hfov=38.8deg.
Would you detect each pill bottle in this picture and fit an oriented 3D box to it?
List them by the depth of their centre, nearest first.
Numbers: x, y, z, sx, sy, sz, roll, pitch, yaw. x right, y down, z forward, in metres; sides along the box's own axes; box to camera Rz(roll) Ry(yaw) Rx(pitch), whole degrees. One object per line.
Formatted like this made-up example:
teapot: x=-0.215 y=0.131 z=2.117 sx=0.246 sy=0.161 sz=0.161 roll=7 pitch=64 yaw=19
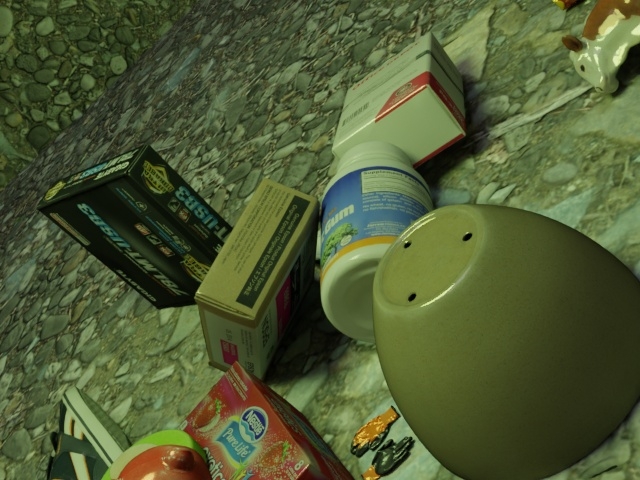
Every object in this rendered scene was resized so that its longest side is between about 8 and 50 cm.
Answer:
pill bottle: x=0.075 y=-0.011 z=1.177 sx=0.152 sy=0.152 sz=0.272 roll=-33 pitch=31 yaw=23

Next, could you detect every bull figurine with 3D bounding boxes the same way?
bull figurine: x=0.439 y=-0.322 z=1.146 sx=0.188 sy=0.101 sz=0.310 roll=9 pitch=63 yaw=52

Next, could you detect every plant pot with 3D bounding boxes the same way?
plant pot: x=0.162 y=0.072 z=0.918 sx=0.284 sy=0.191 sz=0.284 roll=-33 pitch=31 yaw=22

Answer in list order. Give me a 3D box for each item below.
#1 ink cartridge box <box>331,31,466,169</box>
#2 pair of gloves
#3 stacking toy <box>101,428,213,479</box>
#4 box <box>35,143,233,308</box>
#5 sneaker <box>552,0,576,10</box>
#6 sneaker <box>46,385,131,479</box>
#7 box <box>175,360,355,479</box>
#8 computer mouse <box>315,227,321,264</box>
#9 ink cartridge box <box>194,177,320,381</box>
ink cartridge box: x=0.121 y=-0.194 z=1.365 sx=0.172 sy=0.100 sz=0.237 roll=-33 pitch=21 yaw=23
pair of gloves: x=0.067 y=0.230 z=1.028 sx=0.074 sy=0.010 sz=0.083 roll=-43 pitch=30 yaw=6
stacking toy: x=-0.237 y=0.281 z=0.910 sx=0.309 sy=0.130 sz=0.279 roll=-33 pitch=25 yaw=-6
box: x=-0.277 y=-0.008 z=1.495 sx=0.293 sy=0.295 sz=0.073 roll=-12 pitch=41 yaw=45
sneaker: x=0.370 y=-0.419 z=1.400 sx=0.067 sy=0.064 sz=0.175 roll=-38 pitch=25 yaw=35
sneaker: x=-0.345 y=0.325 z=1.337 sx=0.127 sy=0.126 sz=0.321 roll=-45 pitch=30 yaw=-10
box: x=-0.056 y=0.262 z=1.028 sx=0.123 sy=0.128 sz=0.257 roll=-48 pitch=28 yaw=-2
computer mouse: x=0.000 y=0.000 z=1.377 sx=0.106 sy=0.042 sz=0.193 roll=-53 pitch=29 yaw=-14
ink cartridge box: x=-0.079 y=0.062 z=1.224 sx=0.235 sy=0.088 sz=0.193 roll=94 pitch=-160 yaw=-62
